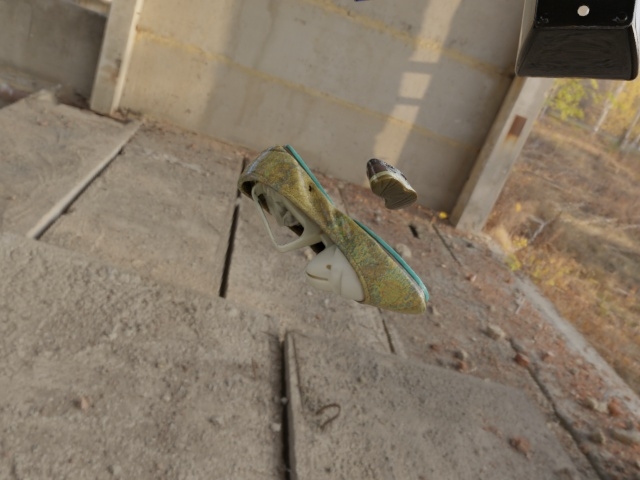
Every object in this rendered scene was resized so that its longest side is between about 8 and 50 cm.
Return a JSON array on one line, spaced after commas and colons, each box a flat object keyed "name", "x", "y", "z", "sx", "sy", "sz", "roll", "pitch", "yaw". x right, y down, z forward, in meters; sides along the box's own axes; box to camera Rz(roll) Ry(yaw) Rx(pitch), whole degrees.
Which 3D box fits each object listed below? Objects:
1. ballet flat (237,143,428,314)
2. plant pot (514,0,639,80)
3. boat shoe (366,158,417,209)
[{"name": "ballet flat", "x": 0.000, "y": 0.000, "z": 0.828, "sx": 0.123, "sy": 0.123, "sz": 0.348, "roll": -8, "pitch": 49, "yaw": -51}, {"name": "plant pot", "x": 0.396, "y": -0.355, "z": 0.868, "sx": 0.188, "sy": 0.187, "sz": 0.167, "roll": 9, "pitch": 5, "yaw": 20}, {"name": "boat shoe", "x": 0.110, "y": -0.087, "z": 0.889, "sx": 0.152, "sy": 0.056, "sz": 0.049, "roll": 33, "pitch": 38, "yaw": -66}]
